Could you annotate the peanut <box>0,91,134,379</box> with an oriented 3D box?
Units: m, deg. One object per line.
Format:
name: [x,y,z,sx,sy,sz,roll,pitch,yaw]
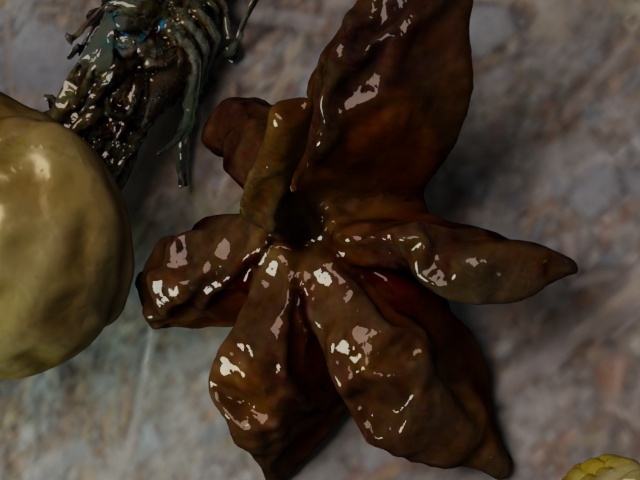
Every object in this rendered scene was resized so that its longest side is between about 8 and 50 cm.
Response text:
peanut: [-0.203,0.010,0.780,0.305,0.147,0.147,-21,61,38]

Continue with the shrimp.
shrimp: [-0.063,-0.095,0.801,0.082,0.076,0.174,33,86,-4]

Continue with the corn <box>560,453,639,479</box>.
corn: [0.091,0.156,0.597,0.085,0.063,0.165,21,85,12]

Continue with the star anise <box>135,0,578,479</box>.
star anise: [0.000,-0.001,0.689,0.196,0.111,0.212,12,107,58]
